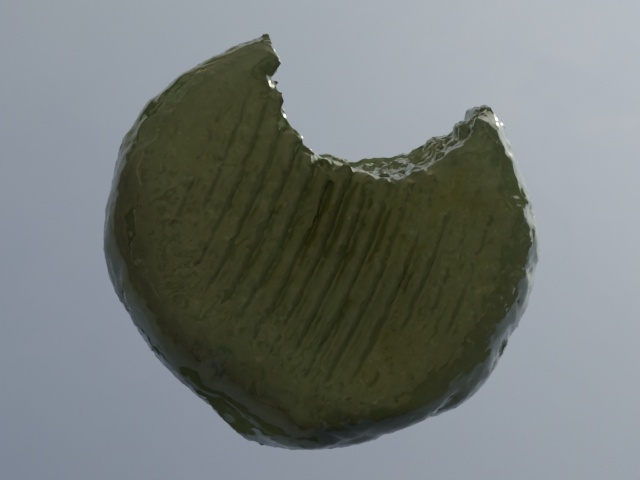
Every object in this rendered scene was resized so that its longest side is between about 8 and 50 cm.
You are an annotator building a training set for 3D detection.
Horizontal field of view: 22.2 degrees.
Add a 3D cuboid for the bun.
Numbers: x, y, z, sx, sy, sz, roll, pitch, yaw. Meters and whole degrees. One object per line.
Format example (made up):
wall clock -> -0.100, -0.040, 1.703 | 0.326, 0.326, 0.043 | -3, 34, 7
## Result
bun -> 0.000, 0.000, 0.817 | 0.212, 0.126, 0.204 | 45, -104, 0
